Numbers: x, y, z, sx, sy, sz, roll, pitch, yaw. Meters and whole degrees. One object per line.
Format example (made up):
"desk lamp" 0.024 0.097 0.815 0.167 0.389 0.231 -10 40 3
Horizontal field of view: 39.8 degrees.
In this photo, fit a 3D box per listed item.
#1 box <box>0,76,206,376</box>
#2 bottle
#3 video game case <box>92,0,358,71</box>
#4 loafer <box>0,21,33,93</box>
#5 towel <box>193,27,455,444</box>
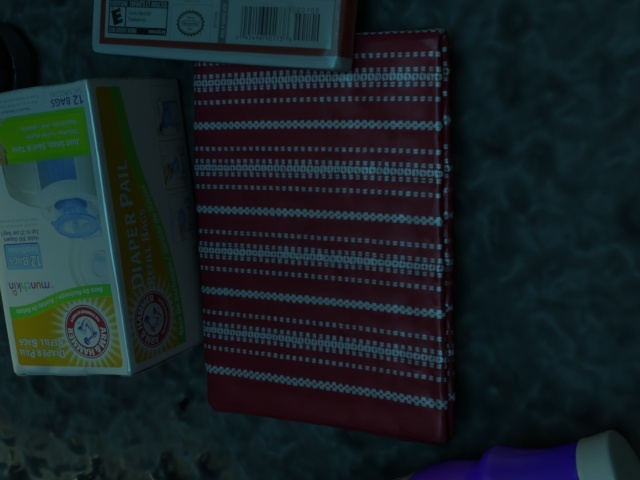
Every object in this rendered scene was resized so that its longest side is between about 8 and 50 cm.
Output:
"box" -0.163 -0.011 0.646 0.114 0.103 0.203 -3 98 27
"bottle" 0.068 0.197 0.565 0.282 0.118 0.092 -28 86 27
"video game case" -0.060 -0.261 0.579 0.204 0.025 0.285 10 100 27
"loafer" -0.339 -0.047 0.728 0.109 0.095 0.303 38 113 15
"towel" 0.000 0.000 0.611 0.198 0.031 0.275 3 99 27
